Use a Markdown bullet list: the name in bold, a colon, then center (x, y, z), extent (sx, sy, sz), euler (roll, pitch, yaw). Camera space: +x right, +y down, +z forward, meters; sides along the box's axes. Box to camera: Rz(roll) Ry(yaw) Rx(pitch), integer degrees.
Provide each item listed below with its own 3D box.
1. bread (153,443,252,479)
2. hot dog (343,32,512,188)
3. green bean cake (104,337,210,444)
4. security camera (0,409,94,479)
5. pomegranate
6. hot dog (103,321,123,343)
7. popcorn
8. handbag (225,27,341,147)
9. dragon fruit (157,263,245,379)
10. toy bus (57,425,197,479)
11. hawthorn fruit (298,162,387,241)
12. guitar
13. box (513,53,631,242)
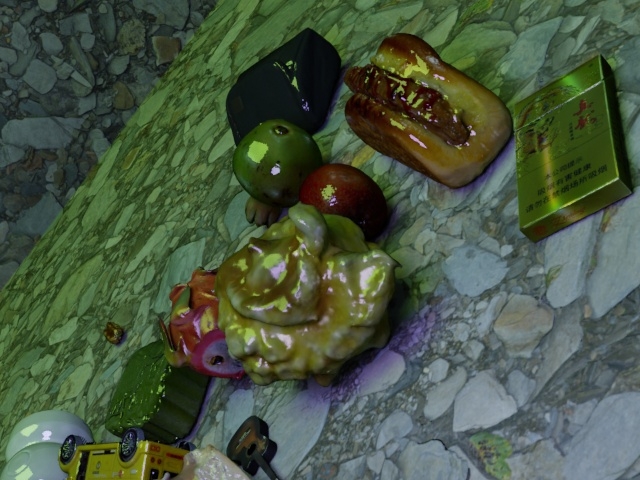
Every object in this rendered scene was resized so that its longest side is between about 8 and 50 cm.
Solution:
- **bread**: center (-0.170, 0.459, 1.481), extent (0.211, 0.224, 0.184), euler (31, 72, 20)
- **hot dog**: center (0.168, -0.254, 1.687), extent (0.185, 0.223, 0.405), euler (-48, 28, -2)
- **green bean cake**: center (-0.325, 0.308, 1.849), extent (0.200, 0.113, 0.214), euler (-20, 41, 43)
- **security camera**: center (-0.568, 0.498, 1.903), extent (0.194, 0.194, 0.236), euler (-43, 32, 14)
- **pomegranate**: center (-0.097, -0.133, 1.978), extent (0.241, 0.190, 0.159), euler (-45, 53, 8)
- **hot dog**: center (-0.526, 0.236, 2.317), extent (0.049, 0.037, 0.122), euler (-64, 23, -1)
- **popcorn**: center (-0.016, 0.091, 1.520), extent (0.335, 0.274, 0.279), euler (-36, 2, 11)
- **handbag**: center (-0.116, -0.361, 2.274), extent (0.302, 0.178, 0.275), euler (-23, 39, 42)
- **dragon fruit**: center (-0.199, 0.153, 1.748), extent (0.224, 0.224, 0.227), euler (-46, 35, 8)
- **toy bus**: center (-0.374, 0.446, 1.717), extent (0.331, 0.145, 0.151), euler (-17, 59, 45)
- **hawthorn fruit**: center (0.033, -0.074, 1.721), extent (0.169, 0.169, 0.188), euler (-46, 43, 8)
- **guitar**: center (-0.095, 0.372, 1.528), extent (0.088, 0.025, 0.233), euler (-53, 29, -4)
- **box**: center (0.387, -0.151, 1.428), extent (0.173, 0.043, 0.311), euler (-30, 34, 35)
